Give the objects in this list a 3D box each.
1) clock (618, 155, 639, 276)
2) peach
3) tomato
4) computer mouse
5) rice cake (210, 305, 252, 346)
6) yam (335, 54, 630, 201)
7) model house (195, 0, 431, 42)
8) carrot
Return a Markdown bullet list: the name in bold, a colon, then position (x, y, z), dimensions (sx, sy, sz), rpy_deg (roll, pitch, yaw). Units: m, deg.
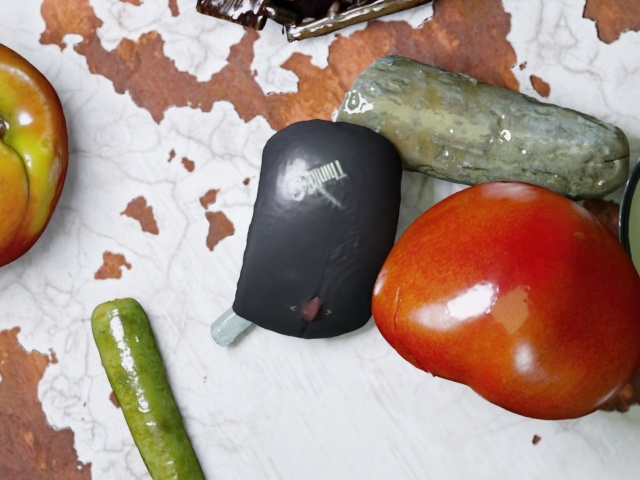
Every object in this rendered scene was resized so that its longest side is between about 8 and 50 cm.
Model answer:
- **clock**: position (0.485, -0.011, 1.324), dimensions (0.312, 0.061, 0.313), rpy_deg (-1, 86, 14)
- **peach**: position (-0.471, -0.102, 1.462), dimensions (0.332, 0.308, 0.308), rpy_deg (-17, 82, 28)
- **tomato**: position (0.211, 0.055, 1.282), dimensions (0.298, 0.298, 0.226), rpy_deg (24, 94, 14)
- **computer mouse**: position (0.000, 0.000, 1.356), dimensions (0.170, 0.100, 0.269), rpy_deg (9, 122, -7)
- **rice cake**: position (-0.053, 0.055, 1.467), dimensions (0.207, 0.033, 0.033), rpy_deg (-40, 108, 7)
- **yam**: position (0.189, -0.123, 1.373), dimensions (0.330, 0.133, 0.133), rpy_deg (14, 90, 12)
- **model house**: position (0.007, -0.357, 1.352), dimensions (0.317, 0.282, 0.297), rpy_deg (28, 93, 15)
- **carrot**: position (-0.196, 0.239, 1.476), dimensions (0.074, 0.074, 0.359), rpy_deg (-23, 83, 11)
